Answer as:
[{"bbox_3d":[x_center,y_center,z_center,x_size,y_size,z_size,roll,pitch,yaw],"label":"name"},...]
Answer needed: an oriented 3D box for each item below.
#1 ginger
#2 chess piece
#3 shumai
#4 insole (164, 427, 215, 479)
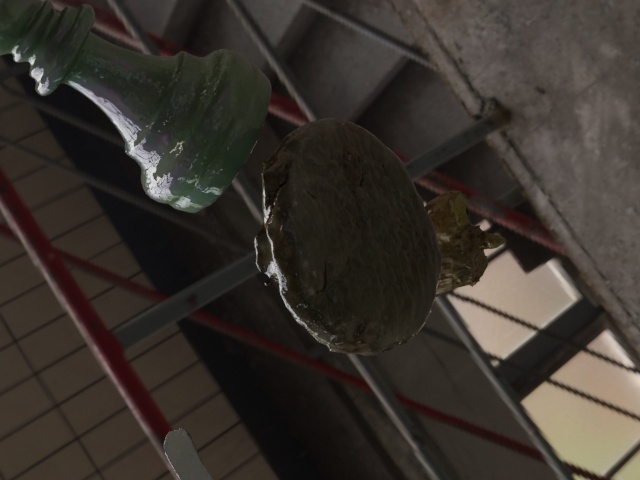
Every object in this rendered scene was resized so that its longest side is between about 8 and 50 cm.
[{"bbox_3d":[0.142,0.008,1.236,0.216,0.102,0.157,-7,125,23],"label":"ginger"},{"bbox_3d":[-0.183,-0.136,0.716,0.272,0.139,0.139,28,159,-24],"label":"chess piece"},{"bbox_3d":[0.000,0.000,0.747,0.120,0.201,0.201,-16,104,40],"label":"shumai"},{"bbox_3d":[-0.166,0.345,1.287,0.065,0.004,0.197,-47,59,17],"label":"insole"}]
